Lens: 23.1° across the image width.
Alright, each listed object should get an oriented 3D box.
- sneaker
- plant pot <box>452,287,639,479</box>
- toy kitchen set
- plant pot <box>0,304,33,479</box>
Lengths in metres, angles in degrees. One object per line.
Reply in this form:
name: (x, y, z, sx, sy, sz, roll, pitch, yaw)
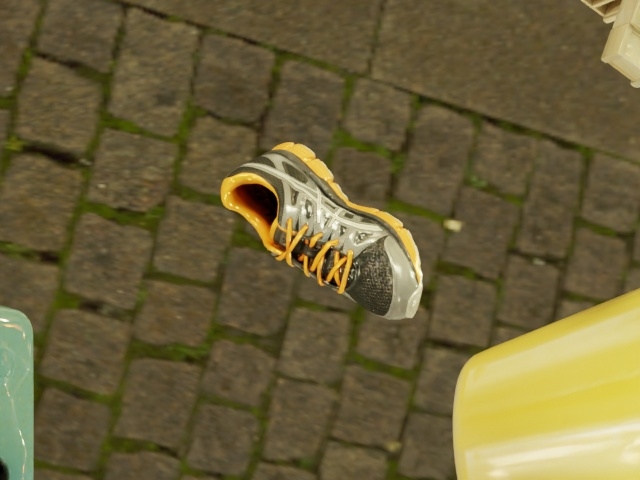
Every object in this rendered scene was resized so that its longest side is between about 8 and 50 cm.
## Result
sneaker: (0.000, 0.000, 1.305, 0.083, 0.215, 0.084, -17, 134, -40)
plant pot: (0.232, 0.142, 1.103, 0.254, 0.239, 0.254, 41, 43, -54)
toy kitchen set: (0.202, -0.127, 0.994, 0.068, 0.075, 0.083, 31, 68, -23)
plant pot: (-0.213, 0.078, 0.498, 0.165, 0.234, 0.166, 16, 68, -59)
